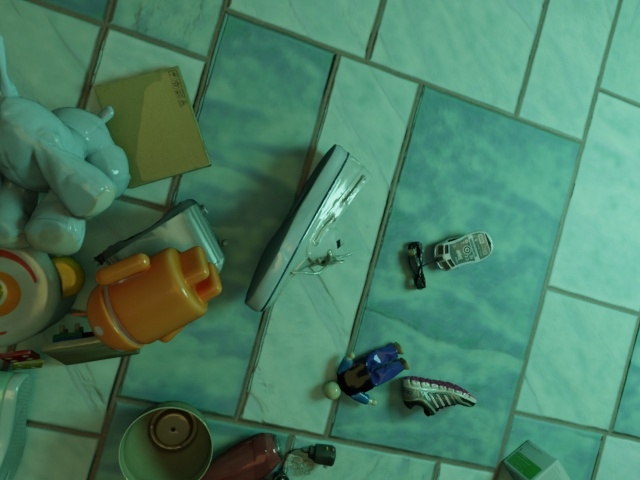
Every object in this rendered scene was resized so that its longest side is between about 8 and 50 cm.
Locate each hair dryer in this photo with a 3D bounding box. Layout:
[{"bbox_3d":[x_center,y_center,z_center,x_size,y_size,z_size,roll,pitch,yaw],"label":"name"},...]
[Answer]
[{"bbox_3d":[-0.119,0.502,0.905,0.293,0.080,0.224,18,89,-11],"label":"hair dryer"}]

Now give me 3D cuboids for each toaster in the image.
[{"bbox_3d":[-0.286,0.034,0.834,0.227,0.129,0.146,-33,100,-7],"label":"toaster"}]

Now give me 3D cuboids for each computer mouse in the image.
[{"bbox_3d":[0.287,0.033,0.993,0.193,0.042,0.106,-17,90,-5],"label":"computer mouse"}]

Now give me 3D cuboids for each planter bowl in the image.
[{"bbox_3d":[-0.286,0.376,0.853,0.162,0.109,0.162,0,91,-12],"label":"planter bowl"}]

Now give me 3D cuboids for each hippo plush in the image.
[{"bbox_3d":[-0.456,-0.130,0.745,0.234,0.236,0.294,-28,107,7],"label":"hippo plush"}]

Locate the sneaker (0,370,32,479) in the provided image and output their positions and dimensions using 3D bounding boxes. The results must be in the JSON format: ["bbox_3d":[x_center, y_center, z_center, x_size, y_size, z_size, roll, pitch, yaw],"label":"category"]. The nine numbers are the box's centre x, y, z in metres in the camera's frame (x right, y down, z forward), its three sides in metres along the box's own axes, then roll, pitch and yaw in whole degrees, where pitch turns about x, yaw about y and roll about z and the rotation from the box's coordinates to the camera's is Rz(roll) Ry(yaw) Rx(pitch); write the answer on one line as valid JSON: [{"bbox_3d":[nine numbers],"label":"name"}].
[{"bbox_3d":[-0.621,0.352,0.796,0.151,0.094,0.256,10,88,-9],"label":"sneaker"}]

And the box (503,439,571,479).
[{"bbox_3d":[0.497,0.536,1.017,0.087,0.101,0.102,-34,98,-9],"label":"box"}]

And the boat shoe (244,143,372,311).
[{"bbox_3d":[-0.002,-0.001,0.898,0.156,0.136,0.367,33,76,-13],"label":"boat shoe"}]

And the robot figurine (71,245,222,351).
[{"bbox_3d":[-0.270,0.096,0.720,0.219,0.158,0.128,-27,81,-3],"label":"robot figurine"}]

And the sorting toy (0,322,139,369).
[{"bbox_3d":[-0.421,0.184,0.817,0.274,0.132,0.046,-7,66,-14],"label":"sorting toy"}]

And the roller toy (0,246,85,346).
[{"bbox_3d":[-0.536,0.082,0.775,0.209,0.146,0.191,30,86,-11],"label":"roller toy"}]

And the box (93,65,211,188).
[{"bbox_3d":[-0.323,-0.220,0.872,0.164,0.021,0.201,-18,96,-9],"label":"box"}]

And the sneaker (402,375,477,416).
[{"bbox_3d":[0.256,0.350,0.985,0.170,0.063,0.075,13,89,-6],"label":"sneaker"}]

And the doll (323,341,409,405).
[{"bbox_3d":[0.096,0.291,0.959,0.189,0.046,0.129,-21,95,-10],"label":"doll"}]
